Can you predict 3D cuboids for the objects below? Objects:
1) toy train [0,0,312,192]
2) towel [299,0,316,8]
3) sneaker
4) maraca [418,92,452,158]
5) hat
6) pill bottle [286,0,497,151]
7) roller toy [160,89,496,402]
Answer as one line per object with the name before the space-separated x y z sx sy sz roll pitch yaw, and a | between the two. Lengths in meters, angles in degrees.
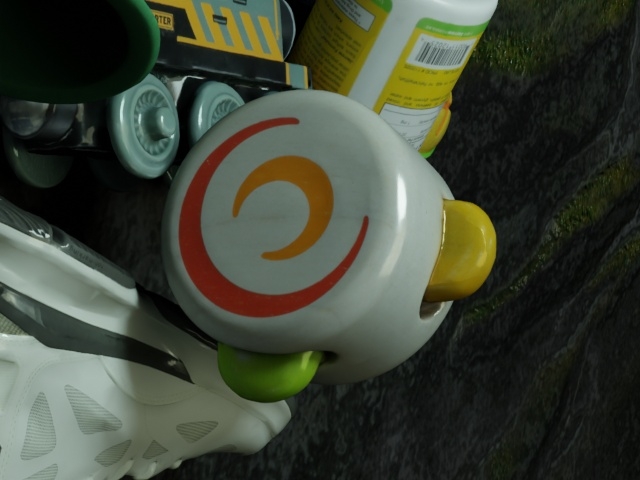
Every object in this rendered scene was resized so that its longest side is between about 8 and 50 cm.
toy train | -0.119 -0.134 1.316 0.334 0.142 0.190 1 86 -58
towel | 0.061 -0.324 1.560 0.209 0.034 0.285 22 75 -28
sneaker | -0.200 0.139 1.269 0.257 0.169 0.447 -59 147 -5
maraca | 0.057 -0.158 1.619 0.185 0.099 0.127 55 30 -19
hat | -0.169 -0.207 1.137 0.208 0.173 0.183 25 56 -27
pill bottle | 0.039 -0.136 1.481 0.136 0.136 0.245 -25 149 -53
roller toy | 0.000 0.000 1.230 0.209 0.191 0.146 -38 151 9
